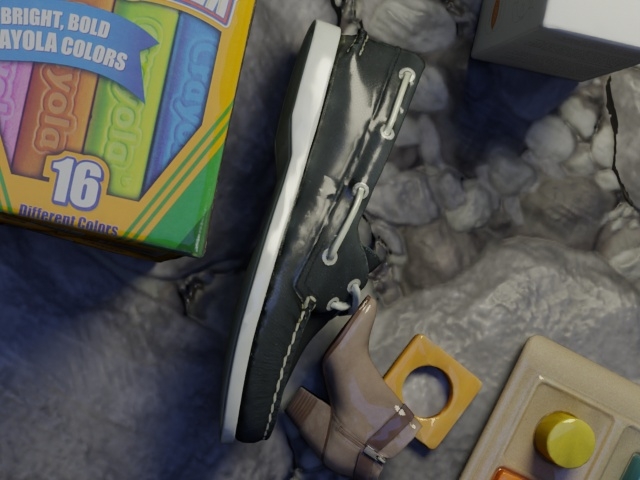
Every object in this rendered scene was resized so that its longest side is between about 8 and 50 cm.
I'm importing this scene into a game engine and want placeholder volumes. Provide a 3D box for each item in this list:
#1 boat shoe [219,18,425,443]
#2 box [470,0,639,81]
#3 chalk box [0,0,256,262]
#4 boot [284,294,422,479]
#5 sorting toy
[{"bbox_3d":[0.000,0.000,1.300,0.091,0.114,0.302,15,87,-6],"label":"boat shoe"},{"bbox_3d":[0.181,-0.189,1.313,0.091,0.170,0.130,11,87,-11],"label":"box"},{"bbox_3d":[-0.145,-0.144,1.237,0.179,0.180,0.288,12,85,-13],"label":"chalk box"},{"bbox_3d":[0.034,0.110,1.335,0.087,0.042,0.118,35,102,5],"label":"boot"},{"bbox_3d":[0.191,0.191,1.374,0.348,0.047,0.196,27,84,-11],"label":"sorting toy"}]
